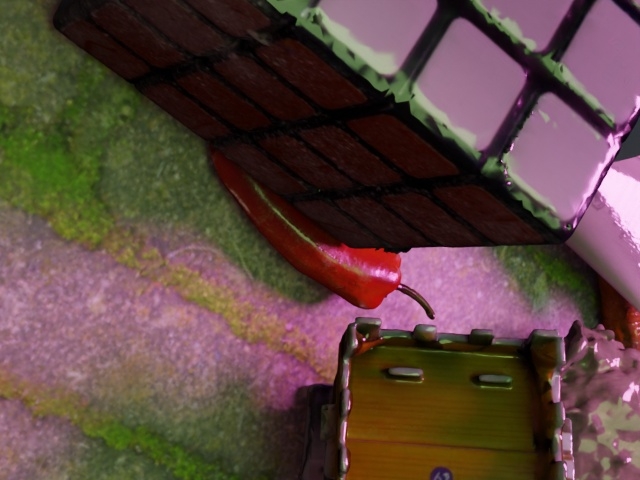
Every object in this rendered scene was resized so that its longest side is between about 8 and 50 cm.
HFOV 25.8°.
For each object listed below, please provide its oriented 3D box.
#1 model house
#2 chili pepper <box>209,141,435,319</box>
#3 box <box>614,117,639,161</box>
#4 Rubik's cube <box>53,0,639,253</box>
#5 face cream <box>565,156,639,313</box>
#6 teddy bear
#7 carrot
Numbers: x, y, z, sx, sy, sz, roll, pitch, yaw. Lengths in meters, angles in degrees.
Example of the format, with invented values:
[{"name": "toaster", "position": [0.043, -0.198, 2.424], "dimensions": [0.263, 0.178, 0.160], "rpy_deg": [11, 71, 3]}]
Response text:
[{"name": "model house", "position": [0.097, 0.187, 1.191], "dimensions": [0.224, 0.215, 0.198], "rpy_deg": [3, 67, -3]}, {"name": "chili pepper", "position": [0.000, 0.000, 1.233], "dimensions": [0.272, 0.071, 0.063], "rpy_deg": [36, 118, -24]}, {"name": "box", "position": [0.258, -0.158, 1.189], "dimensions": [0.130, 0.227, 0.162], "rpy_deg": [47, 55, -24]}, {"name": "Rubik's cube", "position": [0.054, -0.217, 1.052], "dimensions": [0.343, 0.344, 0.337], "rpy_deg": [37, 73, -22]}, {"name": "face cream", "position": [0.262, -0.045, 1.333], "dimensions": [0.314, 0.089, 0.143], "rpy_deg": [36, 77, -16]}, {"name": "teddy bear", "position": [0.330, 0.231, 1.408], "dimensions": [0.357, 0.224, 0.367], "rpy_deg": [-45, 101, -16]}, {"name": "carrot", "position": [0.309, 0.031, 1.422], "dimensions": [0.060, 0.060, 0.186], "rpy_deg": [-20, 107, -27]}]
